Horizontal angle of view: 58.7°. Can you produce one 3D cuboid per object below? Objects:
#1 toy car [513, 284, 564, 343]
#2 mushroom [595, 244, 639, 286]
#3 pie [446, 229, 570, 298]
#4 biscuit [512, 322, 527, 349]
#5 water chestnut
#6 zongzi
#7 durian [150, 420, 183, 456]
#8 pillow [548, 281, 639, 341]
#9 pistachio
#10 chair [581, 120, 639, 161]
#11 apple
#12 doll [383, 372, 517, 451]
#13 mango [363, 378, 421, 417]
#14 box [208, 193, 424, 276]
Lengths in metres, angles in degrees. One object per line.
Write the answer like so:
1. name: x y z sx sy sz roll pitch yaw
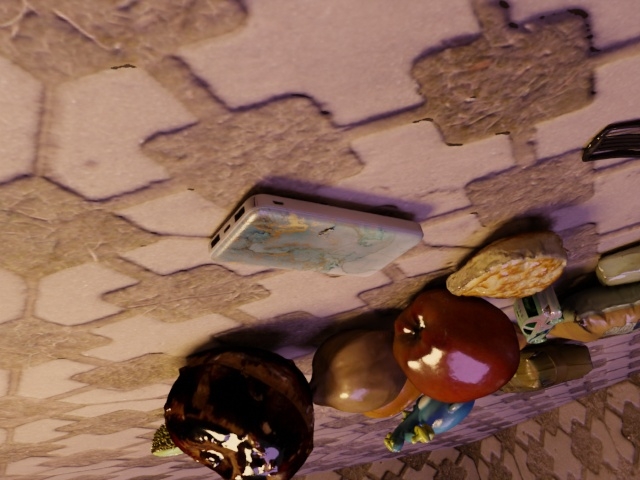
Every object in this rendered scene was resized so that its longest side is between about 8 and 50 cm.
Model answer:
1. toy car: 0.465 0.160 1.246 0.076 0.090 0.224 -11 152 0
2. mushroom: 0.714 0.023 1.133 0.312 0.081 0.100 -20 151 12
3. pie: 0.315 0.046 0.970 0.178 0.084 0.205 0 151 -20
4. biscuit: 0.388 0.315 1.525 0.312 0.057 0.351 15 139 -42
5. water chestnut: -0.139 0.321 1.100 0.299 0.300 0.300 -12 152 -6
6. zongzi: 0.651 0.399 1.755 0.260 0.123 0.289 -6 160 -23
7. durian: -0.299 0.446 1.383 0.220 0.137 0.096 1 114 -19
8. pillow: 0.660 0.148 1.263 0.309 0.119 0.312 -18 169 0
9. pistachio: 0.102 0.266 1.184 0.260 0.163 0.213 10 131 -46
10. chair: 0.469 -0.106 0.755 0.212 0.102 0.084 -11 152 -9
11. apple: 0.249 0.197 1.083 0.233 0.234 0.234 -12 152 -6
12. doll: 0.290 0.384 1.377 0.346 0.099 0.341 -30 173 -14
13. mango: 0.180 0.333 1.370 0.236 0.136 0.166 -26 144 -1
14. box: 0.000 0.000 0.779 0.285 0.044 0.142 7 149 -35
